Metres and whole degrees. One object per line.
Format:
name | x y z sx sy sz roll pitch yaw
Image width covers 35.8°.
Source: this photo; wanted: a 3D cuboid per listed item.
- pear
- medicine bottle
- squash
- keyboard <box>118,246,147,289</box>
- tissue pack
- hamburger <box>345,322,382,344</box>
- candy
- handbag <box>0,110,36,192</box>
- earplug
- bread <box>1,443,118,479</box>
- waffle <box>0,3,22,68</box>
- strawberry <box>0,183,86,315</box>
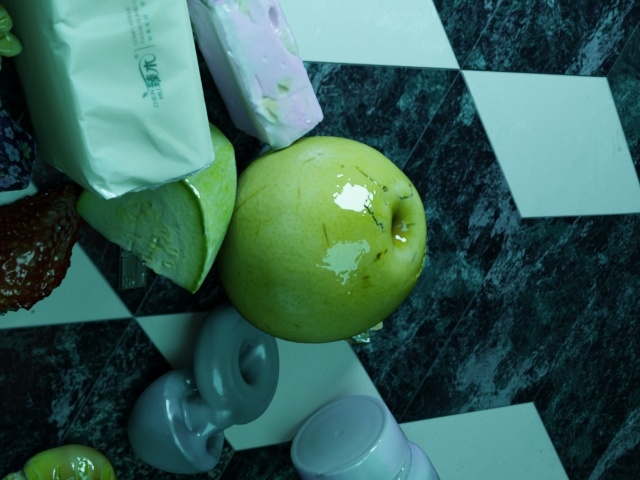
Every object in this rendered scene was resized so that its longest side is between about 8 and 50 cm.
pear | 0.000 0.000 1.608 0.348 0.348 0.349 -12 116 -26
medicine bottle | 0.103 0.487 1.922 0.256 0.256 0.325 -34 116 -14
squash | -0.216 -0.071 1.513 0.204 0.236 0.155 -60 170 16
keyboard | -0.308 0.019 1.631 0.049 0.015 0.129 -9 114 -33
tissue pack | -0.303 -0.277 1.336 0.207 0.297 0.381 -22 118 -26
hamburger | 0.058 0.146 1.848 0.176 0.102 0.087 19 88 -35
candy | -0.107 -0.284 1.534 0.115 0.155 0.265 -34 124 -18
handbag | -0.523 -0.123 1.334 0.207 0.127 0.228 -22 140 25
earplug | -0.195 0.256 1.715 0.326 0.175 0.214 -51 132 -14
bread | -0.442 0.450 1.679 0.213 0.104 0.213 -14 119 -27
waffle | -0.509 -0.308 1.252 0.056 0.261 0.250 -67 150 -42
strawberry | -0.443 0.023 1.495 0.175 0.106 0.236 18 100 -35
